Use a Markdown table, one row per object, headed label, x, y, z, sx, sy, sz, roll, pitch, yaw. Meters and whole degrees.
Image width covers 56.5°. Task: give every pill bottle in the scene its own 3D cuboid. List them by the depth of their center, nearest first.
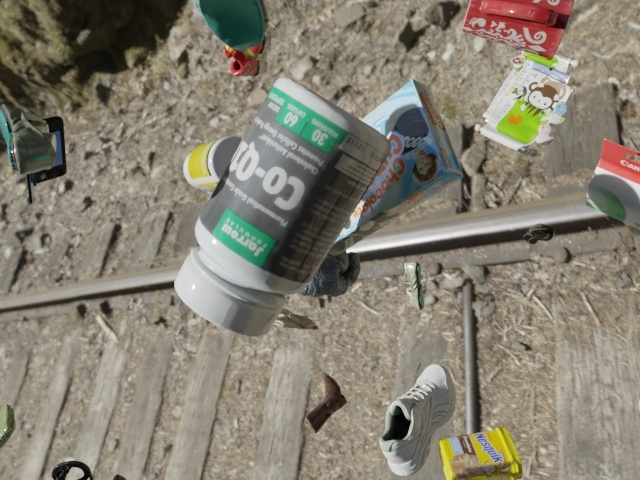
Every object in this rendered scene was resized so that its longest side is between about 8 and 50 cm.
| label | x | y | z | sx | sy | sz | roll | pitch | yaw |
| --- | --- | --- | --- | --- | --- | --- | --- | --- | --- |
| pill bottle | -0.065 | -0.046 | 0.920 | 0.204 | 0.204 | 0.361 | 41 | 104 | 47 |
| pill bottle | -0.244 | -0.177 | 1.413 | 0.208 | 0.119 | 0.119 | 3 | 69 | 57 |

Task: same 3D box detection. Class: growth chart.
| label | x | y | z | sx | sy | sz | roll | pitch | yaw |
| --- | --- | --- | --- | --- | --- | --- | --- | --- | --- |
| growth chart | 0.434 | -0.293 | 1.237 | 0.172 | 0.021 | 0.237 | 26 | 84 | 35 |

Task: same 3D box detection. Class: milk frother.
| label | x | y | z | sx | sy | sz | roll | pitch | yaw |
| --- | --- | --- | --- | --- | --- | --- | --- | --- | --- |
| milk frother | -0.439 | 0.493 | 1.099 | 0.129 | 0.143 | 0.135 | -69 | 18 | 4 |

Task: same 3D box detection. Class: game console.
| label | x | y | z | sx | sy | sz | roll | pitch | yaw |
| --- | --- | --- | --- | --- | --- | --- | --- | --- | --- |
| game console | -0.485 | -0.143 | 1.052 | 0.071 | 0.107 | 0.122 | 32 | 129 | 26 |

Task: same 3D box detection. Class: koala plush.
| label | x | y | z | sx | sy | sz | roll | pitch | yaw |
| --- | --- | --- | --- | --- | --- | --- | --- | --- | --- |
| koala plush | 0.000 | 0.000 | 1.354 | 0.196 | 0.203 | 0.221 | 10 | 105 | 7 |

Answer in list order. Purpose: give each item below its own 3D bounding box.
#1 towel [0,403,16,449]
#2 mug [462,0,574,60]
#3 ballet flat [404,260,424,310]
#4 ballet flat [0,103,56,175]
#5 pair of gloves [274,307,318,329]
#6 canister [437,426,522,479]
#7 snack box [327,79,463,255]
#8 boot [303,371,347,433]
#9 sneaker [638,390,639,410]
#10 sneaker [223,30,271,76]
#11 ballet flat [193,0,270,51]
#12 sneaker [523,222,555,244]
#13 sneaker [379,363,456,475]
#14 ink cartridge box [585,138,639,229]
| label | x | y | z | sx | sy | sz | roll | pitch | yaw |
| --- | --- | --- | --- | --- | --- | --- | --- | --- | --- |
| towel | -0.675 | 0.408 | 1.238 | 0.110 | 0.027 | 0.148 | -56 | 26 | -14 |
| mug | 0.348 | -0.406 | 1.052 | 0.169 | 0.150 | 0.113 | 18 | 80 | 10 |
| ballet flat | 0.286 | 0.137 | 1.829 | 0.052 | 0.168 | 0.057 | 1 | 25 | 22 |
| ballet flat | -0.429 | -0.151 | 0.878 | 0.213 | 0.068 | 0.072 | 42 | 138 | 49 |
| pair of gloves | -0.133 | 0.255 | 2.075 | 0.240 | 0.204 | 0.042 | 21 | 94 | 44 |
| canister | 0.381 | 0.526 | 1.439 | 0.170 | 0.073 | 0.126 | -8 | 38 | -4 |
| snack box | 0.092 | -0.121 | 1.092 | 0.322 | 0.060 | 0.187 | -34 | 62 | 38 |
| boot | -0.002 | 0.374 | 1.365 | 0.114 | 0.106 | 0.037 | -37 | 19 | -22 |
| sneaker | 0.755 | 0.286 | 1.139 | 0.297 | 0.129 | 0.111 | -8 | 64 | 10 |
| sneaker | -0.204 | -0.533 | 1.611 | 0.118 | 0.279 | 0.107 | -16 | 68 | -14 |
| ballet flat | -0.195 | -0.525 | 1.118 | 0.147 | 0.409 | 0.147 | -4 | 73 | 13 |
| sneaker | 0.482 | -0.022 | 1.305 | 0.044 | 0.040 | 0.109 | -52 | 2 | -9 |
| sneaker | 0.186 | 0.324 | 1.141 | 0.090 | 0.115 | 0.232 | 0 | 46 | 40 |
| ink cartridge box | 0.756 | -0.128 | 1.466 | 0.181 | 0.225 | 0.056 | 35 | 76 | 34 |
